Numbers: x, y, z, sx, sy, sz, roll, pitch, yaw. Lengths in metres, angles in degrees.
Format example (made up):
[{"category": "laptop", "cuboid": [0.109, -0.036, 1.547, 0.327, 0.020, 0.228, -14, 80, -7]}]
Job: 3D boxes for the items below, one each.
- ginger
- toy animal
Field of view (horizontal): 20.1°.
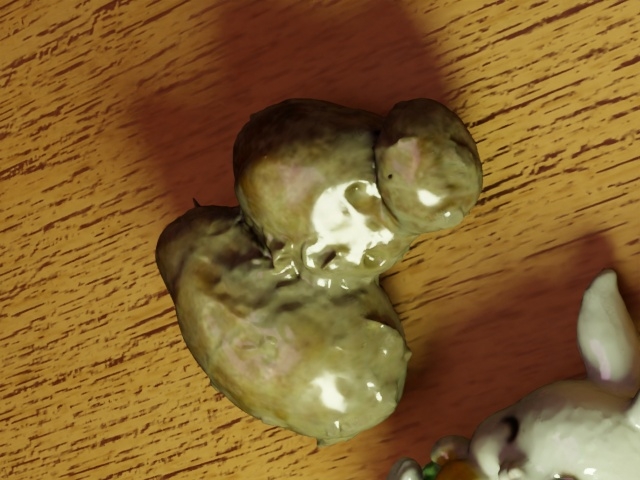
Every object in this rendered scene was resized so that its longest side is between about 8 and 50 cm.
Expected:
[{"category": "ginger", "cuboid": [0.000, 0.000, 1.470, 0.244, 0.155, 0.304, 35, 114, 23]}, {"category": "toy animal", "cuboid": [0.174, 0.186, 1.397, 0.325, 0.154, 0.208, -54, 36, 7]}]
